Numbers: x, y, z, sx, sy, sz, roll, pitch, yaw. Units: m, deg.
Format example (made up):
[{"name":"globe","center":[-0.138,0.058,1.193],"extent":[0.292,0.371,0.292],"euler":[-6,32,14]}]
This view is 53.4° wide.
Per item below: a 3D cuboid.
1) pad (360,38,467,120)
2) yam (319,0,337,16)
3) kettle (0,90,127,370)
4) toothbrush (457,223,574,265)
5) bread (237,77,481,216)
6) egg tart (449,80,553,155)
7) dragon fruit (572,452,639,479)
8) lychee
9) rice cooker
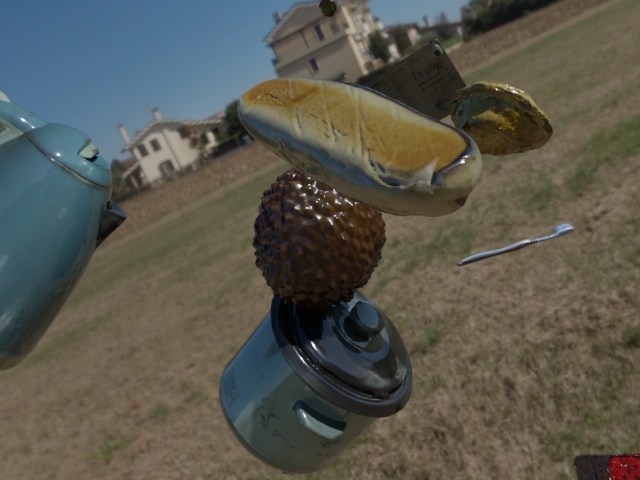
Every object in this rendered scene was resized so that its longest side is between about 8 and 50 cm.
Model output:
[{"name":"pad","center":[0.154,-0.268,1.266],"extent":[0.265,0.159,0.009],"euler":[-28,36,24]},{"name":"yam","center":[0.012,-0.385,0.941],"extent":[0.027,0.033,0.130],"euler":[-10,57,14]},{"name":"kettle","center":[-0.473,-0.040,0.918],"extent":[0.342,0.319,0.247],"euler":[-52,17,5]},{"name":"toothbrush","center":[0.306,0.008,1.005],"extent":[0.193,0.013,0.019],"euler":[-18,43,-1]},{"name":"bread","center":[0.019,-0.064,0.415],"extent":[0.073,0.053,0.214],"euler":[-40,40,-16]},{"name":"egg tart","center":[0.209,-0.133,0.755],"extent":[0.128,0.128,0.049],"euler":[-6,53,60]},{"name":"dragon fruit","center":[0.559,0.445,1.150],"extent":[0.161,0.121,0.127],"euler":[-2,-17,-3]},{"name":"lychee","center":[0.000,0.000,0.904],"extent":[0.200,0.238,0.200],"euler":[-15,40,14]},{"name":"rice cooker","center":[-0.004,0.207,1.021],"extent":[0.317,0.264,0.317],"euler":[-54,13,19]}]
